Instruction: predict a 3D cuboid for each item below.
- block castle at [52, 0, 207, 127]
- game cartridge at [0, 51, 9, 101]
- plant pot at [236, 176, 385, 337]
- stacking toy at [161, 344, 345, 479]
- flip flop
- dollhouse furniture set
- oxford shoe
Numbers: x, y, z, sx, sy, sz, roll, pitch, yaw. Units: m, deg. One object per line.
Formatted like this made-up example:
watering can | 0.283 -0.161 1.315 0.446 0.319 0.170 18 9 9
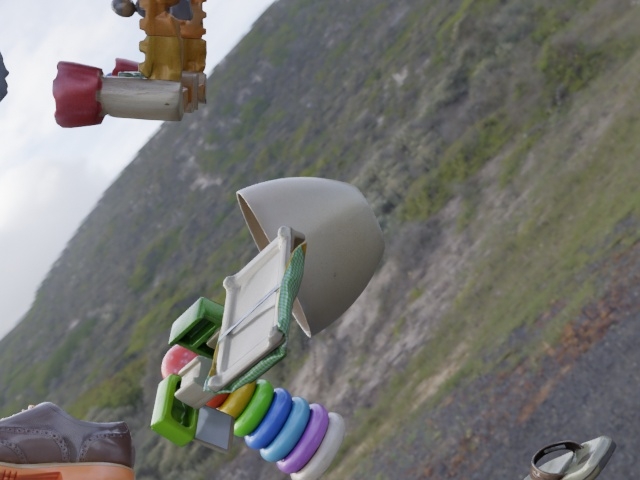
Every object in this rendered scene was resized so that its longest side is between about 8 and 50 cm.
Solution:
block castle | -0.282 -0.327 1.286 0.453 0.213 0.302 -99 12 -78
game cartridge | -0.503 -0.283 1.140 0.062 0.297 0.198 -4 35 15
plant pot | 0.000 0.000 1.567 0.191 0.284 0.284 -27 0 -8
stacking toy | -0.125 0.281 1.534 0.141 0.330 0.141 -53 10 14
flip flop | 0.434 0.410 1.630 0.112 0.080 0.277 -53 -4 -32
dollhouse furniture set | -0.078 0.148 1.212 0.301 0.151 0.197 -41 31 36
oxford shoe | -0.451 0.307 1.306 0.130 0.364 0.132 -50 36 42
